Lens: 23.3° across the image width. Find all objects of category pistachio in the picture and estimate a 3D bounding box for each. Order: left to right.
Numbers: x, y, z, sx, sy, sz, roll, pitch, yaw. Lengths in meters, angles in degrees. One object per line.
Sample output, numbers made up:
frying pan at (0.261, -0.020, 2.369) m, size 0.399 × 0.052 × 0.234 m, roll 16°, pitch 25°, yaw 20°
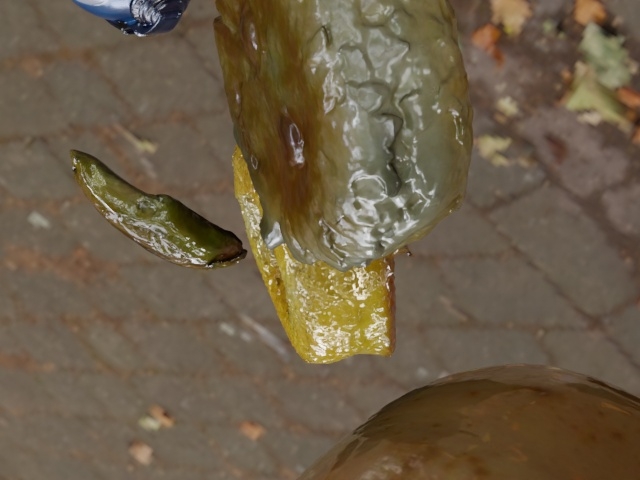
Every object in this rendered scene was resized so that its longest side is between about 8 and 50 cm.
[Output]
pistachio at (-0.142, -0.017, 1.297) m, size 0.173 × 0.049 × 0.089 m, roll 29°, pitch 173°, yaw -8°

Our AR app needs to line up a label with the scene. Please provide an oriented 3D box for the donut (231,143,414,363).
donut at (0.000, -0.001, 1.445) m, size 0.253 × 0.118 × 0.253 m, roll 159°, pitch 90°, yaw -82°

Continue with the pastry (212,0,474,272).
pastry at (0.019, -0.126, 1.190) m, size 0.329 × 0.136 × 0.329 m, roll 165°, pitch 90°, yaw -72°

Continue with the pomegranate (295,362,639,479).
pomegranate at (0.103, 0.264, 0.923) m, size 0.411 × 0.411 × 0.411 m, roll 27°, pitch 151°, yaw 16°

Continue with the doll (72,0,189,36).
doll at (-0.252, -0.427, 2.053) m, size 0.284 × 0.240 × 0.310 m, roll 57°, pitch 139°, yaw 23°
